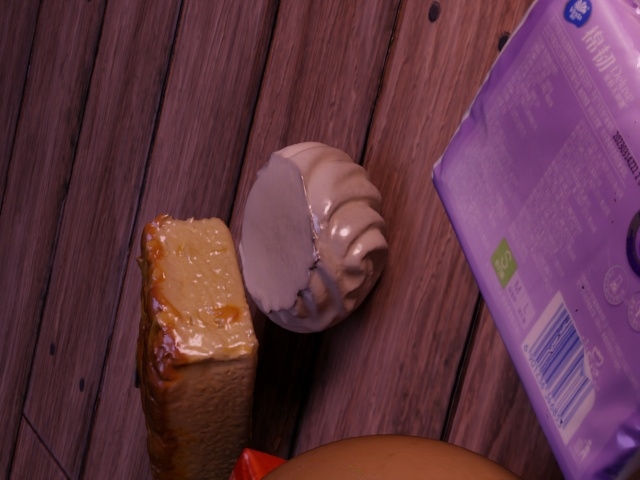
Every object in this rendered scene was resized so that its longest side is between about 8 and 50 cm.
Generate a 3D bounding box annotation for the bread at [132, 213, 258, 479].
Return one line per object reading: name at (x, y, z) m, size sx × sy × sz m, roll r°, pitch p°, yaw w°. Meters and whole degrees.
bread at (-0.133, 0.126, 1.830) m, size 0.275 × 0.114 × 0.185 m, roll 100°, pitch 160°, yaw -52°

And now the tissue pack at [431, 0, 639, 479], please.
tissue pack at (0.229, -0.007, 1.236) m, size 0.242 × 0.160 × 0.338 m, roll -58°, pitch 38°, yaw 37°

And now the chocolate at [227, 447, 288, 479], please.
chocolate at (-0.042, 0.360, 1.716) m, size 0.237 × 0.108 × 0.235 m, roll -65°, pitch 35°, yaw 34°

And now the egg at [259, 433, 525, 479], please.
egg at (0.068, 0.299, 1.328) m, size 0.374 × 0.301 × 0.301 m, roll 14°, pitch 98°, yaw 49°

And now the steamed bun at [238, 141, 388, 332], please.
steamed bun at (0.000, 0.000, 1.704) m, size 0.183 × 0.106 × 0.183 m, roll 3°, pitch 94°, yaw 59°
